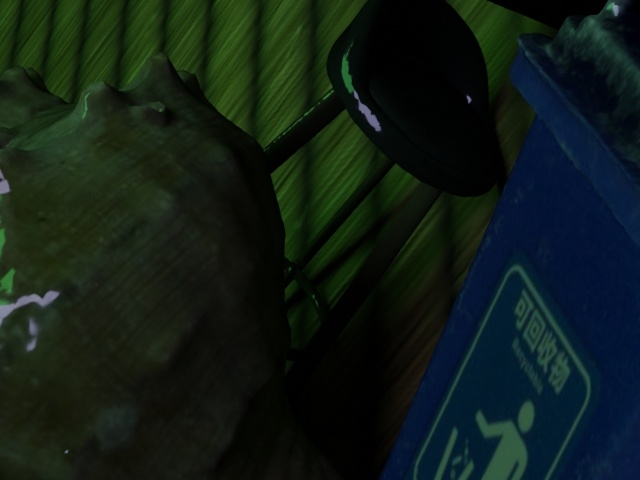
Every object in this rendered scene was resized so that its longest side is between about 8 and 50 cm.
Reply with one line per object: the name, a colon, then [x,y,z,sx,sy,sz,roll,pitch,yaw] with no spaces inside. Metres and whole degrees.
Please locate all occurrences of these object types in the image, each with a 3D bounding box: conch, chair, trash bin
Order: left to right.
conch: [-0.108,0.082,0.732,0.263,0.186,0.324,-50,50,50]
chair: [-0.001,-0.001,0.822,0.221,0.104,0.095,-51,56,23]
trash bin: [0.110,0.070,0.523,0.234,0.184,0.162,-63,24,20]

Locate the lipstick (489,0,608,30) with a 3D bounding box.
lipstick: [0.140,-0.100,0.696,0.081,0.081,0.299,-58,29,2]
